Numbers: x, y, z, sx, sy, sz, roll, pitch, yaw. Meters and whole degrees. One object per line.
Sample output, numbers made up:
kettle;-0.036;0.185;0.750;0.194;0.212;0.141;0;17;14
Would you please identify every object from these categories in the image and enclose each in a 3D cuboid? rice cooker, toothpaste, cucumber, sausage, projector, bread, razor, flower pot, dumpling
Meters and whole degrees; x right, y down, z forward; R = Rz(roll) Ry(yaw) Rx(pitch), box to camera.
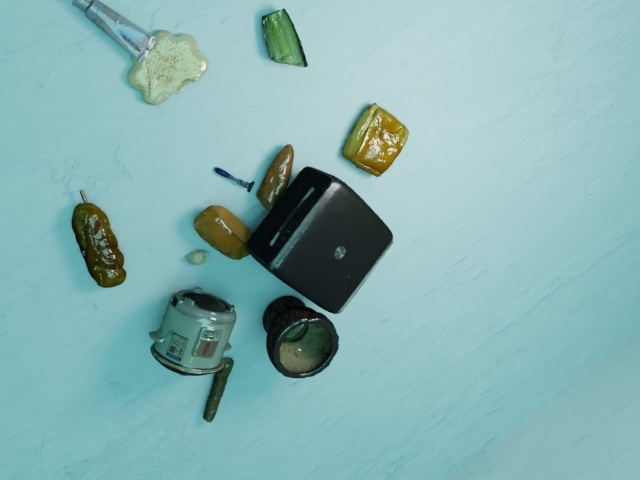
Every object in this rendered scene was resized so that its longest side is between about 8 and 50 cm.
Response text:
rice cooker;-0.446;0.335;1.773;0.317;0.264;0.316;-14;115;-31
toothpaste;-0.604;-0.631;1.473;0.234;0.057;0.089;34;90;-23
cucumber;-0.119;-0.657;1.661;0.116;0.085;0.192;-13;113;17
sausage;-0.332;-0.024;1.773;0.136;0.120;0.241;-30;122;33
projector;0.000;0.000;1.797;0.395;0.242;0.405;-53;130;-2
bread;-0.729;0.003;1.639;0.124;0.084;0.343;-17;113;-17
razor;-0.303;-0.219;1.768;0.155;0.028;0.044;26;97;-28
bread;-0.486;-0.549;1.570;0.251;0.039;0.181;-36;118;-7
flower pot;-0.097;0.349;1.920;0.267;0.267;0.266;-8;113;-20
bread;0.212;-0.368;1.888;0.211;0.099;0.235;29;95;-28
dumpling;-0.441;0.067;1.806;0.077;0.043;0.059;-29;135;-28

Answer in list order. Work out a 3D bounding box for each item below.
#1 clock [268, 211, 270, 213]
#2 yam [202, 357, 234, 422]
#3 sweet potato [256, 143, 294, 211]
clock;-0.086;-0.076;1.911;0.235;0.029;0.234;-7;110;-19
yam;-0.408;0.593;1.994;0.061;0.061;0.273;13;103;-26
sweet potato;-0.153;-0.225;1.789;0.097;0.097;0.251;18;102;-27
